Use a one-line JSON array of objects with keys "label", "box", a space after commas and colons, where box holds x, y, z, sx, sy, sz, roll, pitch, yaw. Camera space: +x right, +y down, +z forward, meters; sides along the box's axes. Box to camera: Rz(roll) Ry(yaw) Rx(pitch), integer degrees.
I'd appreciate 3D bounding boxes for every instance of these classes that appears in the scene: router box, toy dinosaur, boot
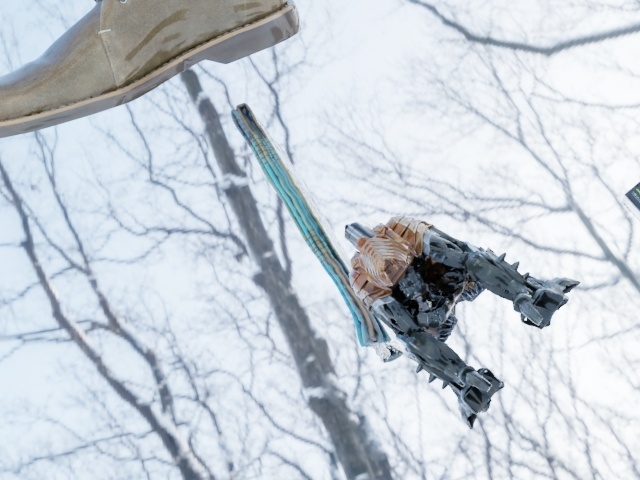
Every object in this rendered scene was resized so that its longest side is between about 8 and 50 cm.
[{"label": "router box", "box": [0.410, -0.030, 1.228, 0.038, 0.092, 0.122, -41, -12, 10]}, {"label": "toy dinosaur", "box": [0.096, 0.051, 0.957, 0.322, 0.218, 0.164, -21, -35, -60]}, {"label": "boot", "box": [-0.160, -0.169, 0.796, 0.305, 0.112, 0.115, -31, -62, -27]}]

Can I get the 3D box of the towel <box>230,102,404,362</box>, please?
[{"label": "towel", "box": [0.000, 0.000, 1.407, 0.040, 0.370, 0.271, -32, -14, 2]}]
